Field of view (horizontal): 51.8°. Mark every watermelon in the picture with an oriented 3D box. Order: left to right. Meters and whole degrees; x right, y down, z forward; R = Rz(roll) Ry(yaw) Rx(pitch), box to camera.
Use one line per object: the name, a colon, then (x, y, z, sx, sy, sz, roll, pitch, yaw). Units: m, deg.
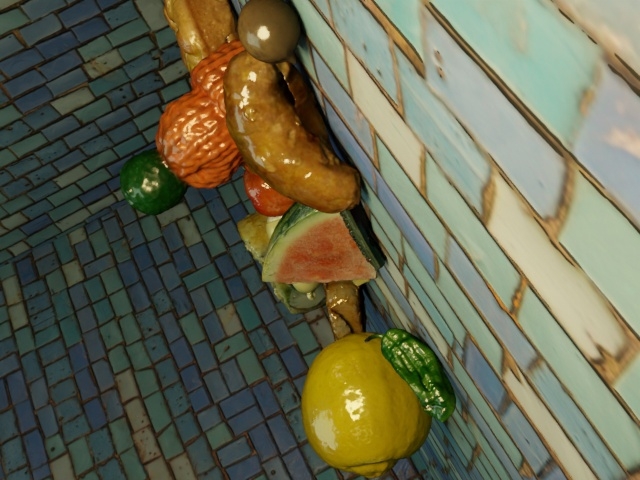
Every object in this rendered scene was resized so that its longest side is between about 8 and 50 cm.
watermelon: (0.000, 0.000, 1.448, 0.310, 0.231, 0.193, -60, 39, 28)

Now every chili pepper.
chili pepper: (0.187, 0.254, 1.318, 0.074, 0.100, 0.257, 59, 175, -33)

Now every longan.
longan: (-0.073, -0.307, 0.981, 0.113, 0.092, 0.113, 48, 172, 9)

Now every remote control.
remote control: (0.067, -0.040, 1.276, 0.222, 0.042, 0.072, 63, 175, -21)

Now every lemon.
lemon: (0.109, 0.396, 1.614, 0.348, 0.348, 0.348, 61, 175, 10)

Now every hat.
hat: (-0.237, -0.227, 1.320, 0.285, 0.400, 0.285, 156, 90, -85)

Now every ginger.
ginger: (-0.058, -0.178, 1.138, 0.172, 0.165, 0.321, -14, 118, 48)

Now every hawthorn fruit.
hawthorn fruit: (-0.096, -0.142, 1.597, 0.189, 0.189, 0.189, 61, 175, 10)

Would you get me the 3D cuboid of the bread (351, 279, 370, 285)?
bread: (0.068, 0.049, 1.673, 0.088, 0.049, 0.226, 62, 175, -12)

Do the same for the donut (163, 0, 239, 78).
donut: (-0.278, -0.492, 1.595, 0.299, 0.150, 0.317, 73, 171, -54)

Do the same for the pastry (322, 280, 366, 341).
pastry: (0.070, 0.180, 1.782, 0.229, 0.100, 0.218, -77, -23, -74)

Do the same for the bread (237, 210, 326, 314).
bread: (-0.055, 0.079, 1.961, 0.264, 0.239, 0.395, 56, 173, 46)

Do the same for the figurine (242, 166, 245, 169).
figurine: (-0.127, -0.227, 1.786, 0.147, 0.126, 0.192, 20, 170, 5)

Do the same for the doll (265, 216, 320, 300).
doll: (-0.070, 0.016, 1.725, 0.141, 0.117, 0.296, -20, -82, -64)
